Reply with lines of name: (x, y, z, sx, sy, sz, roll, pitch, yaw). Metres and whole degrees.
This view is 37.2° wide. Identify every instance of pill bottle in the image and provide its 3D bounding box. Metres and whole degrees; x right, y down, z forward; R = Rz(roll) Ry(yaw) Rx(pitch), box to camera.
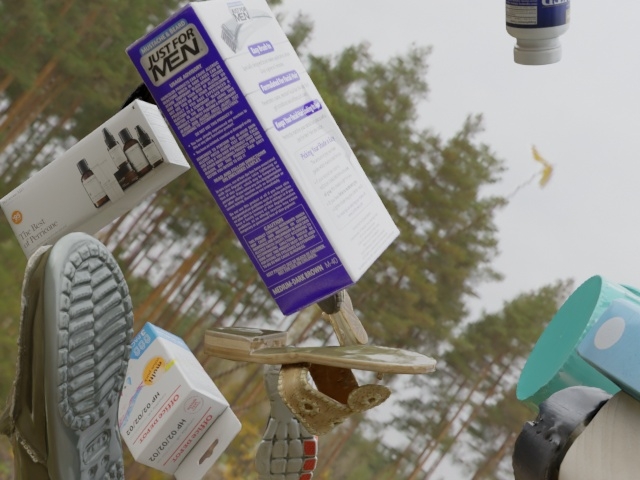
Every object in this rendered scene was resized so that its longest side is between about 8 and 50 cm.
pill bottle: (0.374, -0.403, 1.639, 0.112, 0.112, 0.187, 25, -52, 50)

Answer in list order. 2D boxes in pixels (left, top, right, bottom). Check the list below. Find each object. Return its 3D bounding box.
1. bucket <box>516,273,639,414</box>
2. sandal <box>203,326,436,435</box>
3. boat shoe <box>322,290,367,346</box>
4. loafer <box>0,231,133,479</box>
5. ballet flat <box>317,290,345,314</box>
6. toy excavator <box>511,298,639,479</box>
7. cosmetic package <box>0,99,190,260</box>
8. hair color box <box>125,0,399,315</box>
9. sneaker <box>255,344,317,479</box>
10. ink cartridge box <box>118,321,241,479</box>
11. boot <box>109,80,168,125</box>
bucket: (0.452, 0.199, 1.501, 0.183, 0.281, 0.281, 33, -10, 2)
sandal: (-0.005, 0.127, 0.823, 0.240, 0.079, 0.088, 5, 3, 37)
boat shoe: (0.032, 0.147, 1.907, 0.063, 0.059, 0.170, 14, 44, -51)
loafer: (-0.195, 0.113, 0.683, 0.087, 0.251, 0.094, 12, 17, 20)
ballet flat: (0.000, 0.000, 1.477, 0.084, 0.058, 0.250, -57, -137, 47)
toy excavator: (0.316, 0.043, 0.619, 0.433, 0.445, 0.222, 37, 0, -17)
cosmetic package: (-0.293, -0.072, 1.221, 0.099, 0.239, 0.060, 60, 16, 13)
hair color box: (-0.056, -0.105, 1.081, 0.339, 0.110, 0.185, 61, 26, -6)
sneaker: (-0.027, 0.177, 0.947, 0.061, 0.158, 0.065, 7, 11, 6)
ink cartridge box: (-0.175, 0.187, 1.074, 0.061, 0.104, 0.181, 35, 4, -41)
boot: (-0.291, -0.183, 1.482, 0.091, 0.263, 0.229, 38, 9, -7)
